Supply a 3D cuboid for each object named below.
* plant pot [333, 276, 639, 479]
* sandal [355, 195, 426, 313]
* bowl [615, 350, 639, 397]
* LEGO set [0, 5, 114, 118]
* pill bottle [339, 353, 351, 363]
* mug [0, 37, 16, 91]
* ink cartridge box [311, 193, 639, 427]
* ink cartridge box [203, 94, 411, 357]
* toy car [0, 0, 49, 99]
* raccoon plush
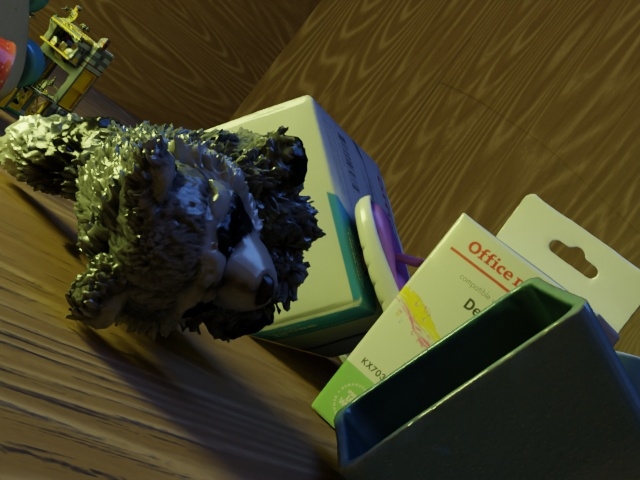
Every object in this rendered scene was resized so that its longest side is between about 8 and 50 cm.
[{"bbox_3d":[0.185,0.212,1.112,0.252,0.247,0.248,55,1,-3],"label":"plant pot"},{"bbox_3d":[0.151,0.131,1.560,0.169,0.102,0.416,-34,103,-85],"label":"sandal"},{"bbox_3d":[0.331,0.264,1.622,0.311,0.163,0.311,8,-23,3],"label":"bowl"},{"bbox_3d":[-0.491,-0.335,1.946,0.331,0.192,0.255,39,2,33],"label":"LEGO set"},{"bbox_3d":[0.141,0.190,2.030,0.136,0.136,0.245,40,3,40],"label":"pill bottle"},{"bbox_3d":[-0.467,-0.215,1.422,0.169,0.150,0.113,32,42,-33],"label":"mug"},{"bbox_3d":[0.184,0.117,1.368,0.207,0.353,0.119,39,2,30],"label":"ink cartridge box"},{"bbox_3d":[0.000,0.000,1.730,0.395,0.166,0.285,32,43,-71],"label":"ink cartridge box"},{"bbox_3d":[-0.521,-0.306,1.657,0.238,0.210,0.219,10,12,11],"label":"toy car"},{"bbox_3d":[-0.214,-0.019,1.130,0.446,0.216,0.299,6,1,28],"label":"raccoon plush"}]
